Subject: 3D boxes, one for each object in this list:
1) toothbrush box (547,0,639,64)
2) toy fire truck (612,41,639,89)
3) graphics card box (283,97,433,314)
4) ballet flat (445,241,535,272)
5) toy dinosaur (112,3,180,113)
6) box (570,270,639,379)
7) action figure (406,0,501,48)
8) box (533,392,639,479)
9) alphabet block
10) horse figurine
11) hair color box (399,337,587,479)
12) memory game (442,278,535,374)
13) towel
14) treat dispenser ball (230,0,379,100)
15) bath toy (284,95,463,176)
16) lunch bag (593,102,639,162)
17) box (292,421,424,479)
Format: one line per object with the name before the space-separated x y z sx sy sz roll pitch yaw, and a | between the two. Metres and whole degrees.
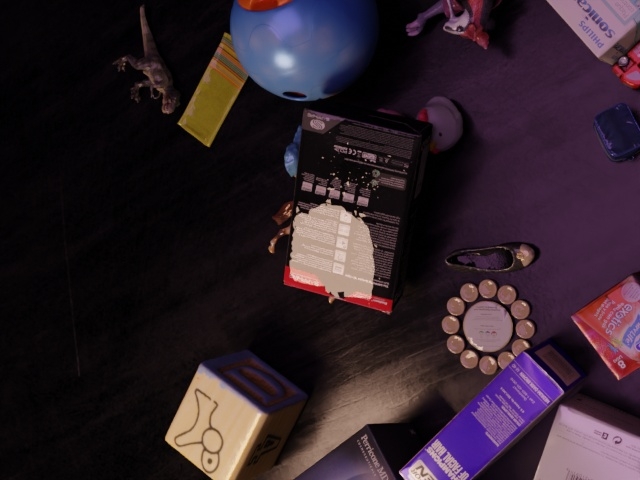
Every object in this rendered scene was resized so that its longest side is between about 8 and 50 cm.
toothbrush box | 0.531 -0.481 1.616 0.295 0.126 0.216 -42 73 24
toy fire truck | 0.615 -0.314 1.622 0.192 0.047 0.135 -45 74 23
graphics card box | 0.065 -0.065 1.800 0.233 0.094 0.370 15 117 17
ballet flat | 0.320 0.037 1.794 0.173 0.049 0.057 -8 89 28
toy dinosaur | -0.397 -0.390 2.153 0.118 0.064 0.268 -26 78 20
box | 0.525 0.132 1.571 0.123 0.257 0.128 -40 74 22
action figure | 0.268 -0.529 1.749 0.276 0.248 0.370 -16 83 1
box | 0.494 0.393 1.678 0.181 0.119 0.181 21 101 26
alphabet block | -0.175 0.372 1.992 0.192 0.193 0.197 34 108 24
horse figurine | 0.000 0.000 1.955 0.263 0.066 0.174 41 117 17
hair color box | 0.316 0.335 1.734 0.110 0.185 0.339 46 111 19
memory game | 0.322 0.165 1.820 0.186 0.012 0.186 1 93 29
towel | -0.227 -0.331 2.084 0.102 0.021 0.237 39 109 22
treat dispenser ball | -0.030 -0.413 1.825 0.288 0.288 0.288 1 93 28
bath toy | 0.105 -0.192 1.854 0.348 0.129 0.151 -10 87 27
lunch bag | 0.526 -0.185 1.667 0.067 0.065 0.098 -23 80 11
box | 0.097 0.552 1.833 0.294 0.183 0.296 -41 61 22
